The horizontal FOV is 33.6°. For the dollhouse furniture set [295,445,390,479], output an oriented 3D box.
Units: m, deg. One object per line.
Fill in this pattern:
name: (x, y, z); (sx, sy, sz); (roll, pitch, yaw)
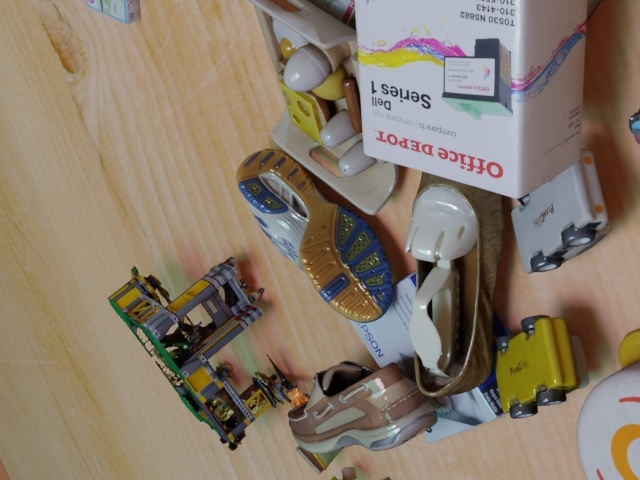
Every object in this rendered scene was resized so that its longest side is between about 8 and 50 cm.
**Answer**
dollhouse furniture set: (0.038, 0.351, 1.673); (0.152, 0.076, 0.058); (48, 143, 0)

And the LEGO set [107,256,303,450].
LEGO set: (-0.170, 0.157, 1.735); (0.331, 0.192, 0.255); (56, 162, -16)

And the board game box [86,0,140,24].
board game box: (-0.323, -0.421, 1.627); (0.103, 0.026, 0.154); (29, 132, 33)

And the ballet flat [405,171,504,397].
ballet flat: (0.150, 0.040, 1.282); (0.116, 0.124, 0.342); (14, 114, 33)

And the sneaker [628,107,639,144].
sneaker: (0.406, -0.095, 0.973); (0.262, 0.104, 0.125); (-2, 113, 48)

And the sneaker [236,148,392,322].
sneaker: (0.000, 0.000, 1.483); (0.296, 0.112, 0.131); (52, 170, 20)

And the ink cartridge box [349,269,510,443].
ink cartridge box: (0.162, 0.151, 1.435); (0.223, 0.045, 0.224); (57, 141, 4)

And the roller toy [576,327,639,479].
roller toy: (0.389, 0.214, 1.147); (0.209, 0.146, 0.191); (33, 125, 38)

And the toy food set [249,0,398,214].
toy food set: (-0.024, -0.184, 1.315); (0.219, 0.092, 0.306); (39, 160, 34)

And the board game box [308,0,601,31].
board game box: (0.130, -0.279, 1.166); (0.303, 0.097, 0.224); (46, 138, 15)

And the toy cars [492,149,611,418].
toy cars: (0.277, 0.059, 1.217); (0.176, 0.087, 0.394); (-113, 21, -57)

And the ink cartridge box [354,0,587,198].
ink cartridge box: (0.143, -0.202, 1.032); (0.201, 0.117, 0.278); (20, 128, 38)

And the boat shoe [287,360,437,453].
boat shoe: (0.044, 0.226, 1.509); (0.324, 0.123, 0.116); (-22, 95, 57)

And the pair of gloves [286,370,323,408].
pair of gloves: (-0.004, 0.247, 1.655); (0.074, 0.083, 0.010); (62, 178, -14)
